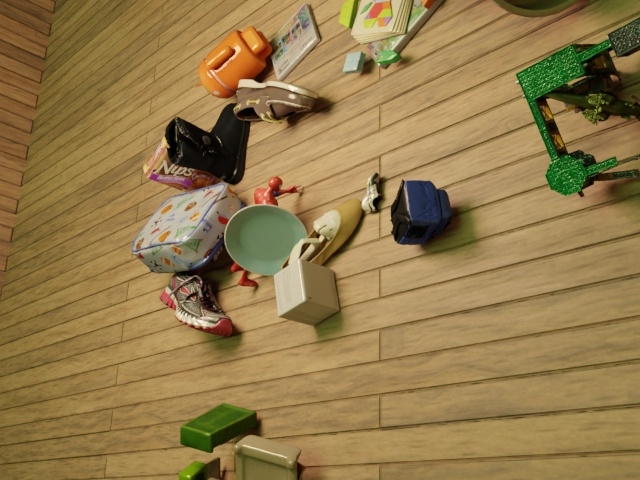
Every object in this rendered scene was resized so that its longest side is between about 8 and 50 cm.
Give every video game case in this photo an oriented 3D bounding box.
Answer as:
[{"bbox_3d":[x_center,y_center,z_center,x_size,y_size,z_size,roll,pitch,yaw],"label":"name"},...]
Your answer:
[{"bbox_3d":[0.167,-0.513,1.662,0.212,0.023,0.193,-47,45,24],"label":"video game case"},{"bbox_3d":[-0.070,-0.509,1.929,0.157,0.019,0.143,-40,48,31],"label":"video game case"}]

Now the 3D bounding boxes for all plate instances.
[{"bbox_3d":[-0.118,-0.004,1.660,0.188,0.188,0.024,-43,21,28],"label":"plate"}]

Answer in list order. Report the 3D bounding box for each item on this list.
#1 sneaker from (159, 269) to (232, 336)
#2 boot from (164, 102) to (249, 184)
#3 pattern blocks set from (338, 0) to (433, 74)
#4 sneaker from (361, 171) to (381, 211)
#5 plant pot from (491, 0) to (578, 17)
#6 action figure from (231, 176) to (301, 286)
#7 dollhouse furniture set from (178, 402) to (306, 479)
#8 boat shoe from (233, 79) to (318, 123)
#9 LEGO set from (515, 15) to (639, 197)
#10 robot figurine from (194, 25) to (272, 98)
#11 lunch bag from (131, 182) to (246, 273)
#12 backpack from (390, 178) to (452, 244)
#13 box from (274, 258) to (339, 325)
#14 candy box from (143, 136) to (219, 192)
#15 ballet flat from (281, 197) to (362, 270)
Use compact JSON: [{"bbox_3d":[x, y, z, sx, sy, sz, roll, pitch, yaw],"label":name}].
[{"bbox_3d":[-0.301,0.145,1.837,0.299,0.120,0.112,30,94,51],"label":"sneaker"},{"bbox_3d":[-0.291,-0.280,1.934,0.094,0.207,0.247,-21,59,42],"label":"boot"},{"bbox_3d":[0.145,-0.529,1.655,0.285,0.026,0.325,-10,67,46],"label":"pattern blocks set"},{"bbox_3d":[0.113,-0.099,1.550,0.036,0.032,0.083,12,89,36],"label":"sneaker"},{"bbox_3d":[0.299,-0.570,1.348,0.305,0.333,0.334,30,97,61],"label":"plant pot"},{"bbox_3d":[-0.108,-0.028,1.730,0.091,0.139,0.281,55,138,41],"label":"action figure"},{"bbox_3d":[-0.132,0.480,1.552,0.301,0.151,0.198,6,100,32],"label":"dollhouse furniture set"},{"bbox_3d":[-0.115,-0.333,1.836,0.324,0.116,0.097,19,94,54],"label":"boat shoe"},{"bbox_3d":[0.470,-0.219,1.129,0.331,0.192,0.255,-35,80,38],"label":"LEGO set"},{"bbox_3d":[-0.230,-0.461,1.979,0.219,0.128,0.158,-38,24,17],"label":"robot figurine"},{"bbox_3d":[-0.330,-0.034,1.912,0.303,0.115,0.243,-6,42,45],"label":"lunch bag"},{"bbox_3d":[0.182,-0.042,1.393,0.120,0.101,0.098,115,159,-60],"label":"backpack"},{"bbox_3d":[-0.029,0.108,1.562,0.087,0.102,0.101,-35,50,37],"label":"box"},{"bbox_3d":[-0.358,-0.189,1.985,0.109,0.186,0.053,-48,45,23],"label":"candy box"},{"bbox_3d":[0.000,0.000,1.596,0.232,0.073,0.080,-53,44,19],"label":"ballet flat"}]
